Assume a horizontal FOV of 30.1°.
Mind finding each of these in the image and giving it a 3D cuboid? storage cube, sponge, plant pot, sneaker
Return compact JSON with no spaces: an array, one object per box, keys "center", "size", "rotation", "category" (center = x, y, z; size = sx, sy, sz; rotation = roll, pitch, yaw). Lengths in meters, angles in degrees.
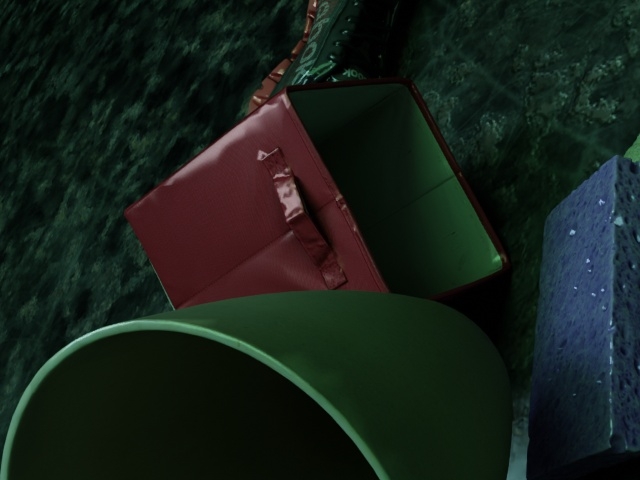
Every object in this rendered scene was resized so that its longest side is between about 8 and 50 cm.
[{"center":[0.000,0.000,0.948],"size":[0.193,0.215,0.184],"rotation":[-33,80,32],"category":"storage cube"},{"center":[0.184,0.057,0.817],"size":[0.117,0.031,0.210],"rotation":[127,155,-61],"category":"sponge"},{"center":[0.006,0.132,0.693],"size":[0.256,0.274,0.257],"rotation":[8,107,29],"category":"plant pot"},{"center":[0.029,-0.193,1.194],"size":[0.135,0.097,0.276],"rotation":[28,89,56],"category":"sneaker"}]

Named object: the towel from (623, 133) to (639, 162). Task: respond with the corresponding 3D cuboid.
[{"center":[0.259,-0.078,0.827],"size":[0.110,0.027,0.148],"rotation":[-59,9,-5],"category":"towel"}]
